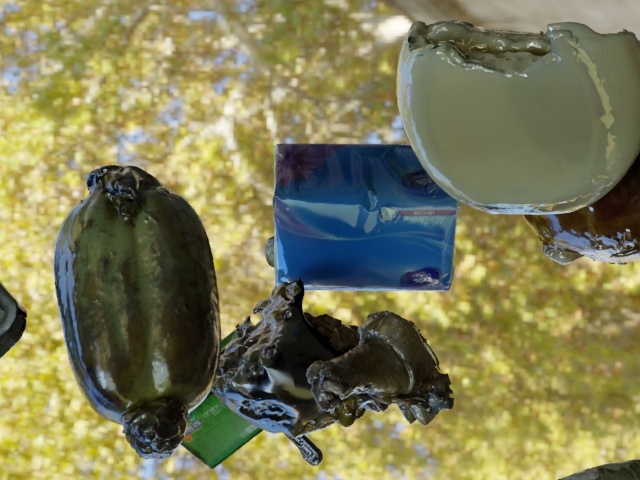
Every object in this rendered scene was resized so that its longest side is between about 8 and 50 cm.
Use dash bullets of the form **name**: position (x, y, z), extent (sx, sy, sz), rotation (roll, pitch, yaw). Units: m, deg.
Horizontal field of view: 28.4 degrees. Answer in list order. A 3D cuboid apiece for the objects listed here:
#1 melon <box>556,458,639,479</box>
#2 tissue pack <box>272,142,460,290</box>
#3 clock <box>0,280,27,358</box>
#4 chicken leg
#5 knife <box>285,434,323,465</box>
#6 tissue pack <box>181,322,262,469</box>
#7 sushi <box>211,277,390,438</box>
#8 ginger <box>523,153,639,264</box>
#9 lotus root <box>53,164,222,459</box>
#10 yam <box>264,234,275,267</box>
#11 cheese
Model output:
- **melon**: position (0.238, 0.282, 1.175), extent (0.093, 0.140, 0.202), rotation (124, 168, -50)
- **tissue pack**: position (0.064, -0.031, 1.854), extent (0.146, 0.264, 0.198), rotation (-90, 0, -47)
- **clock**: position (-0.493, 0.119, 1.460), extent (0.279, 0.273, 0.049), rotation (-43, -40, -9)
- **chicken leg**: position (0.066, 0.138, 1.389), extent (0.196, 0.080, 0.125), rotation (18, -128, -42)
- **knife**: position (-0.042, 0.352, 2.243), extent (0.031, 0.121, 0.018), rotation (-50, -6, 27)
- **tissue pack**: position (-0.168, 0.256, 2.198), extent (0.209, 0.156, 0.148), rotation (-38, -50, 5)
- **sushi**: position (-0.019, 0.179, 1.766), extent (0.204, 0.213, 0.200), rotation (44, -136, -23)
- **ginger**: position (0.395, -0.017, 1.397), extent (0.176, 0.418, 0.254), rotation (25, -111, -48)
- **lotus root**: position (-0.193, 0.078, 1.327), extent (0.173, 0.173, 0.309), rotation (24, -126, -59)
- **yam**: position (0.000, 0.000, 2.228), extent (0.253, 0.061, 0.061), rotation (-16, -72, -50)
- **cheese**: position (0.210, -0.146, 1.320), extent (0.127, 0.266, 0.233), rotation (-65, -30, -46)
